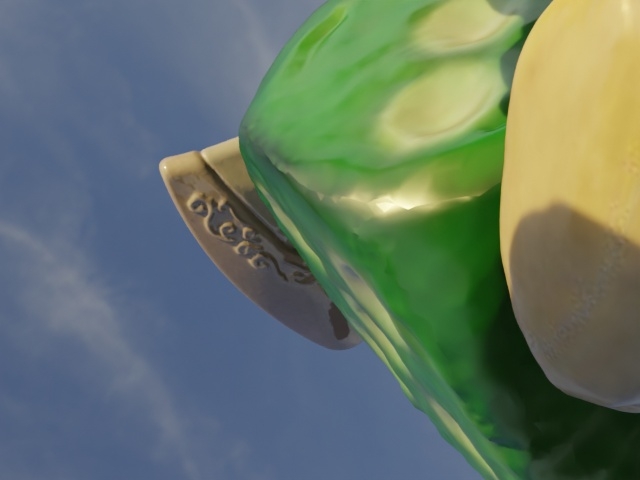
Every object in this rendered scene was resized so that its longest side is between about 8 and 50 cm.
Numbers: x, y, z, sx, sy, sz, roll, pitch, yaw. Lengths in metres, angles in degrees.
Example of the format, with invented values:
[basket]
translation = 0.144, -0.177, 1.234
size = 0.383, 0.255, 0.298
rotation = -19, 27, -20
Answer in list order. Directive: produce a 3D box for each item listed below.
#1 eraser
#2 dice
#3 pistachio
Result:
[eraser]
translation = 0.001, 0.001, 1.069
size = 0.059, 0.204, 0.243
rotation = -120, 10, -55
[dice]
translation = 0.147, -0.029, 0.806
size = 0.297, 0.300, 0.287
rotation = -36, -58, -8
[pistachio]
translation = 0.131, -0.024, 0.414
size = 0.145, 0.200, 0.117
rotation = 18, -151, 14
